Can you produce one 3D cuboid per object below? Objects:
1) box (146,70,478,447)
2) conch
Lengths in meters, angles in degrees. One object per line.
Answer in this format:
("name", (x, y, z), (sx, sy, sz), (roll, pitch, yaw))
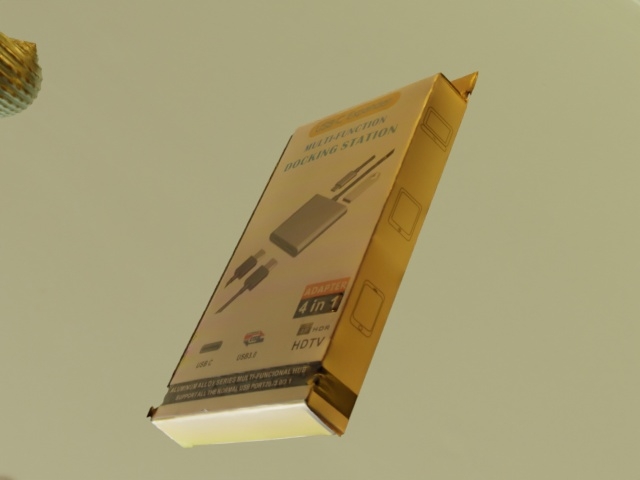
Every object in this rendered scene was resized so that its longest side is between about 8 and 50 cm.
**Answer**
("box", (0.000, 0.000, 0.631), (0.129, 0.247, 0.033), (-16, -50, 45))
("conch", (-0.254, -0.126, 0.881), (0.056, 0.076, 0.085), (11, -117, 35))
